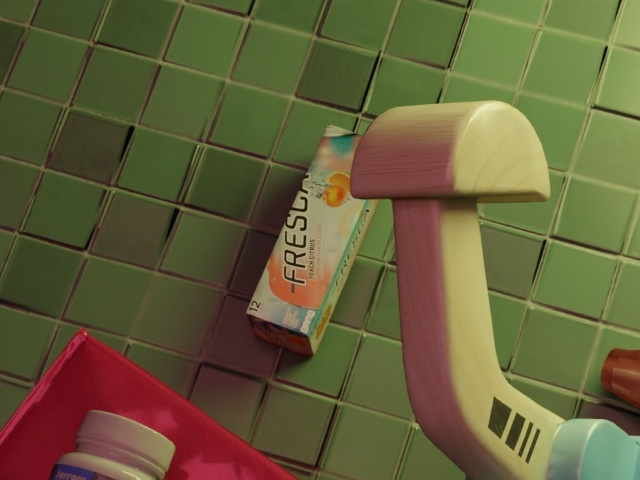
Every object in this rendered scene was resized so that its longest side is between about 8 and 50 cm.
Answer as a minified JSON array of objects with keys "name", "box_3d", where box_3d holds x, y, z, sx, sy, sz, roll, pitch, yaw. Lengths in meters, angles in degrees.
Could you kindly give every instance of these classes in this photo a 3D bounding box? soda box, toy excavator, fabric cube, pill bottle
[{"name":"soda box","box_3d":[0.000,0.000,1.625,0.058,0.063,0.183,19,73,11]},{"name":"toy excavator","box_3d":[0.143,0.177,1.323,0.222,0.445,0.433,-1,66,34]},{"name":"fabric cube","box_3d":[-0.131,0.266,1.437,0.258,0.254,0.259,33,76,15]},{"name":"pill bottle","box_3d":[-0.150,0.187,1.292,0.078,0.078,0.137,17,71,10]}]

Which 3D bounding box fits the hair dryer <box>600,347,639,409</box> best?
[{"name":"hair dryer","box_3d":[0.370,0.094,1.559,0.294,0.080,0.223,-12,35,3]}]
